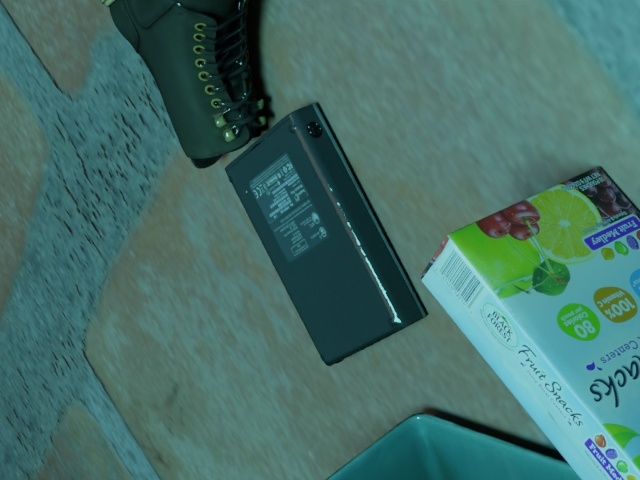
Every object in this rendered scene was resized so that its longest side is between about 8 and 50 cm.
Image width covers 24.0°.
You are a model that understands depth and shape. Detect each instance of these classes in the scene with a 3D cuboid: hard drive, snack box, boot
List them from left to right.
[{"bbox_3d":[-0.050,-0.113,0.834,0.137,0.077,0.198,66,160,-9],"label":"boot"},{"bbox_3d":[0.000,0.000,0.867,0.094,0.022,0.135,-33,82,56],"label":"hard drive"},{"bbox_3d":[0.125,0.042,0.649,0.141,0.100,0.037,53,144,20],"label":"snack box"}]

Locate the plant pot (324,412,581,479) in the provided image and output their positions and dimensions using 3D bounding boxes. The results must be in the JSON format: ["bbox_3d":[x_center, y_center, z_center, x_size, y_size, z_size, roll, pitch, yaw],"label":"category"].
[{"bbox_3d":[0.079,0.247,0.796,0.166,0.165,0.234,14,130,50],"label":"plant pot"}]
